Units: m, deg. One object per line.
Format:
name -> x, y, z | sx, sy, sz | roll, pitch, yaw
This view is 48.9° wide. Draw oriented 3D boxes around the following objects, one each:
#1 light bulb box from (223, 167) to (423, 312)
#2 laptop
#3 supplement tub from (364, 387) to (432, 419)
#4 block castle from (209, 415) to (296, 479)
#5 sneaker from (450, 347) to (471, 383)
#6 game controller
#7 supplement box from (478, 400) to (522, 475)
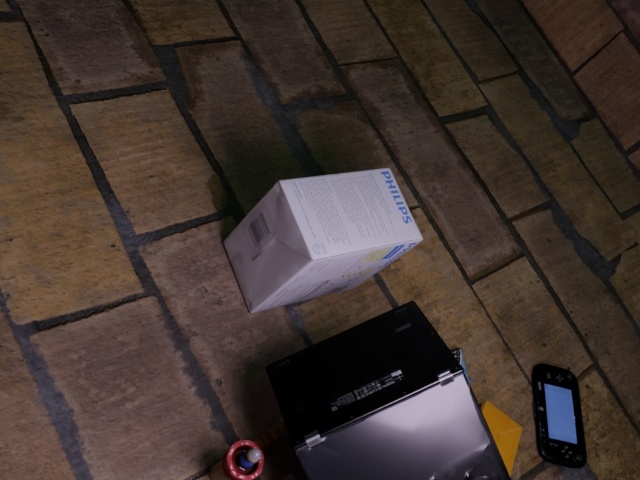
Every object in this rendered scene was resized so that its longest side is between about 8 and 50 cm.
light bulb box -> 0.000, 0.000, 1.849 | 0.361, 0.358, 0.225 | -10, 71, -37
laptop -> 0.135, 0.398, 1.527 | 0.382, 0.236, 0.408 | -23, 35, -6
supplement tub -> 0.179, 0.414, 1.702 | 0.229, 0.316, 0.228 | -3, 63, 7
block castle -> -0.013, 0.603, 1.573 | 0.303, 0.213, 0.453 | -27, 79, -40
sneaker -> 0.407, 0.397, 2.074 | 0.073, 0.063, 0.162 | 28, 54, -38
game controller -> 0.735, 0.539, 2.177 | 0.167, 0.067, 0.319 | 21, 53, -20
supplement box -> 0.404, 0.563, 1.870 | 0.129, 0.194, 0.191 | 38, 49, -7
